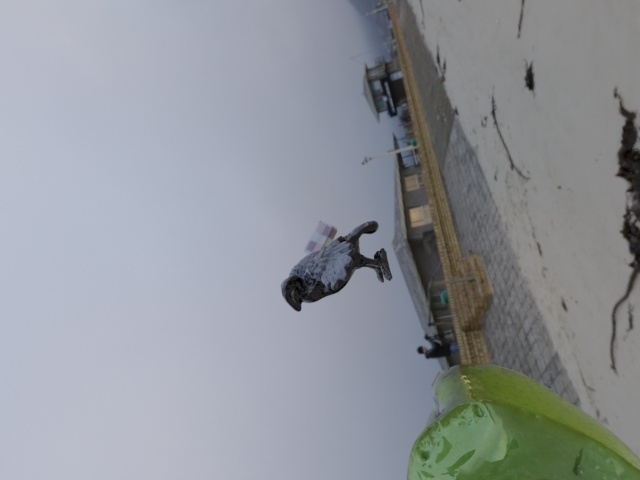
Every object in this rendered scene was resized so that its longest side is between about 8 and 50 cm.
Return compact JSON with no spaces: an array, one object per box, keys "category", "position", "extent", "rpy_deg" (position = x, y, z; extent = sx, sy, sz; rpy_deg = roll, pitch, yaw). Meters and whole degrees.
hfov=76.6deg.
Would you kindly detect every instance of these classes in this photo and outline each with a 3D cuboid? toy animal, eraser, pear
[{"category":"toy animal","position":[0.012,0.024,0.382],"extent":[0.220,0.108,0.062],"rpy_deg":[157,96,-81]},{"category":"eraser","position":[0.000,0.000,1.129],"extent":[0.026,0.065,0.105],"rpy_deg":[28,-89,-41]},{"category":"pear","position":[0.286,0.350,0.642],"extent":[0.317,0.343,0.238],"rpy_deg":[57,-165,13]}]
